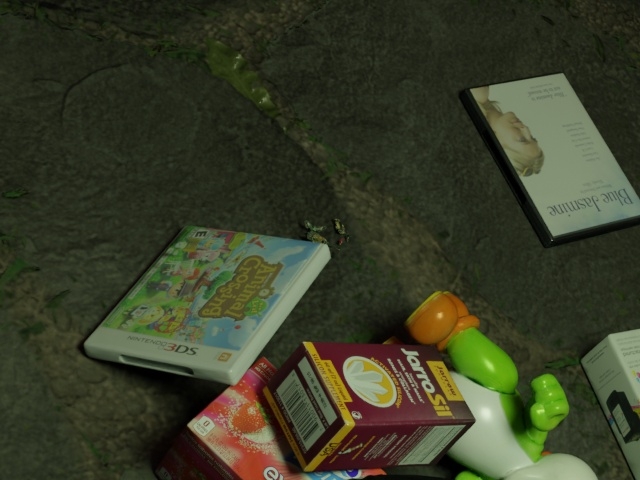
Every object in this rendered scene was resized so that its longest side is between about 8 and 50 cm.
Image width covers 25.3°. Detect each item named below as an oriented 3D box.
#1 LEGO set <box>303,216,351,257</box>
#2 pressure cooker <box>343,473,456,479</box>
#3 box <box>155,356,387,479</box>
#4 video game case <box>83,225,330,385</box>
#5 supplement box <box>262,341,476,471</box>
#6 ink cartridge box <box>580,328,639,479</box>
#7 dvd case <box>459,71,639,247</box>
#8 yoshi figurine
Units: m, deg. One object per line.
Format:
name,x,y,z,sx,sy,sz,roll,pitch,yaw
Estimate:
LEGO set,0.002,0.002,1.710,0.083,0.023,0.054,-5,62,-43
pressure cooker,0.071,0.458,1.190,0.370,0.420,0.375,6,24,-12
box,-0.026,0.262,1.452,0.257,0.122,0.128,44,50,7
video game case,-0.120,0.063,1.530,0.193,0.023,0.212,8,41,30
supplement box,0.051,0.165,1.431,0.188,0.081,0.104,5,45,-43
ink cartridge box,0.416,0.197,1.735,0.127,0.072,0.175,-7,61,-29
dvd case,0.316,-0.114,1.931,0.180,0.022,0.253,-13,65,-31
yoshi figurine,0.187,0.241,1.538,0.203,0.203,0.362,-37,81,-22
